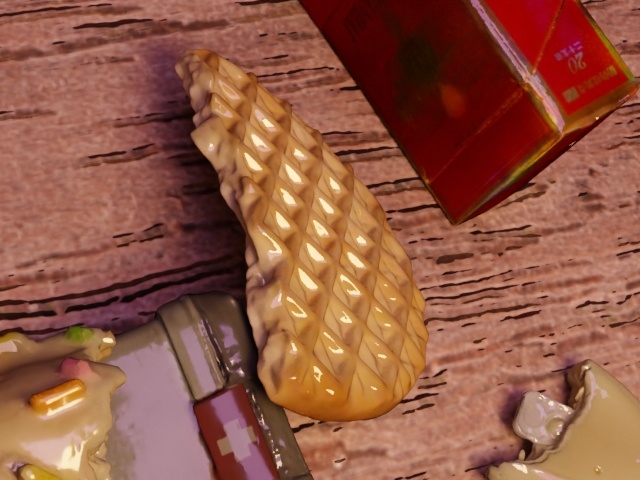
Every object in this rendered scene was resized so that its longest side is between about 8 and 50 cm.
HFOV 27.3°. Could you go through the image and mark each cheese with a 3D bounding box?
[{"bbox_3d":[0.246,0.180,1.015,0.235,0.050,0.127,28,63,-6],"label":"cheese"}]

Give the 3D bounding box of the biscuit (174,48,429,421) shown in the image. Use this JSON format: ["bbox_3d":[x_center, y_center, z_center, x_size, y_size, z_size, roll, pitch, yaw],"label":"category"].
[{"bbox_3d":[0.000,0.000,0.935,0.204,0.040,0.309,26,35,-44],"label":"biscuit"}]

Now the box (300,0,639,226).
[{"bbox_3d":[0.083,-0.186,1.013,0.089,0.197,0.313,-30,83,-26],"label":"box"}]

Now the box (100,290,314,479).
[{"bbox_3d":[-0.083,0.149,0.864,0.129,0.148,0.210,-21,78,-13],"label":"box"}]

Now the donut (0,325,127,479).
[{"bbox_3d":[-0.124,0.249,0.681,0.307,0.150,0.371,-44,98,-15],"label":"donut"}]
